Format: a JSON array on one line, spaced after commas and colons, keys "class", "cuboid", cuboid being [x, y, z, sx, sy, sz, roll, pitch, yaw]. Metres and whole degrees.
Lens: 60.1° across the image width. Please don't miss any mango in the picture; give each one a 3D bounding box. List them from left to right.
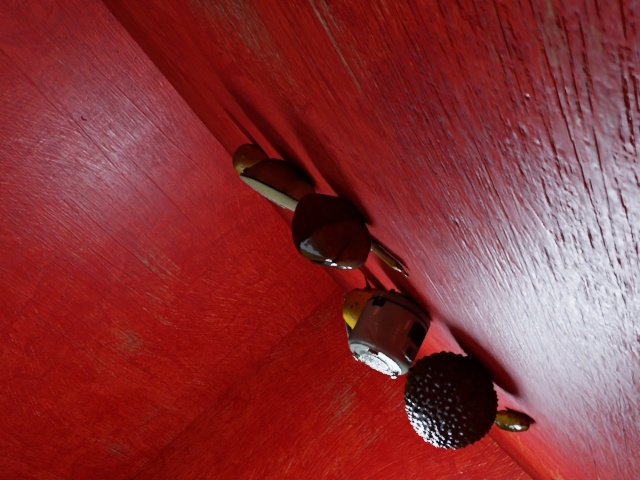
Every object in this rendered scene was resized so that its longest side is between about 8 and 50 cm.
[{"class": "mango", "cuboid": [0.220, 0.304, 2.138, 0.290, 0.191, 0.160, 51, 168, 3]}]

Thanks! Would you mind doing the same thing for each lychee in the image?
[{"class": "lychee", "cuboid": [0.371, 0.455, 1.587, 0.275, 0.276, 0.304, 47, 155, 9]}]

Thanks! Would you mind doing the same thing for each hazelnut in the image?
[{"class": "hazelnut", "cuboid": [0.021, -0.020, 1.370, 0.212, 0.181, 0.181, 39, 161, -33]}]

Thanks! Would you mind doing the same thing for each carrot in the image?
[{"class": "carrot", "cuboid": [0.590, 0.553, 1.694, 0.066, 0.066, 0.314, 47, 172, 15]}]

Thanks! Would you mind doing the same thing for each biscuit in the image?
[{"class": "biscuit", "cuboid": [0.137, 0.009, 1.483, 0.048, 0.026, 0.292, 25, -167, -43]}]

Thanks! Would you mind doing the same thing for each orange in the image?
[{"class": "orange", "cuboid": [-0.256, -0.282, 2.048, 0.156, 0.124, 0.156, 51, 175, 6]}]

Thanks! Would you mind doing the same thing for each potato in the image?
[{"class": "potato", "cuboid": [-0.097, -0.164, 1.666, 0.299, 0.116, 0.239, 27, 169, 45]}]

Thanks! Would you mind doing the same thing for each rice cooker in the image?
[{"class": "rice cooker", "cuboid": [0.222, 0.285, 1.734, 0.226, 0.244, 0.226, 24, 151, 14]}]

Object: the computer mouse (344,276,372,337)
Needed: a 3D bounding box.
[{"class": "computer mouse", "cuboid": [0.183, 0.332, 2.280, 0.115, 0.200, 0.388, 118, 152, -53]}]
